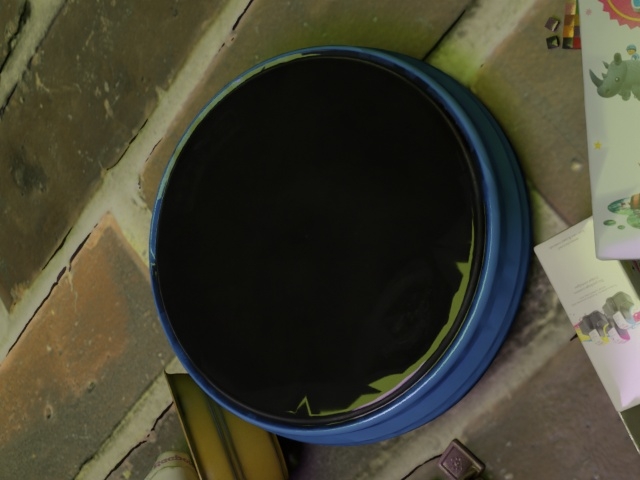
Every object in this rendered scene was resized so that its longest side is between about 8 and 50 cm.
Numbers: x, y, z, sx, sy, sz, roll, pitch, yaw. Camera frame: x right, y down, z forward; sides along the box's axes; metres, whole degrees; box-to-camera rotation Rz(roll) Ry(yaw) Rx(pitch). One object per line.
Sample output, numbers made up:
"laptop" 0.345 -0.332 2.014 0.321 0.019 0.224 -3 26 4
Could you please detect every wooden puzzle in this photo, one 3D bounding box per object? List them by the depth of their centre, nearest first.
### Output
"wooden puzzle" 0.233 -0.189 0.781 0.083 0.006 0.049 8 99 35

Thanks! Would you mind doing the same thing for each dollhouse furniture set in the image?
"dollhouse furniture set" 0.114 0.268 0.864 0.091 0.081 0.114 42 117 26

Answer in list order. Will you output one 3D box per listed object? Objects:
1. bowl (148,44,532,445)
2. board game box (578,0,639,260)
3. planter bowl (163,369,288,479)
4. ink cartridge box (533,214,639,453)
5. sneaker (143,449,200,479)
"bowl" 0.000 0.000 0.870 0.391 0.077 0.391 -4 81 28
"board game box" 0.263 -0.147 0.629 0.097 0.224 0.303 -5 92 37
"planter bowl" -0.092 0.227 0.980 0.217 0.090 0.217 160 90 -78
"ink cartridge box" 0.254 0.068 0.729 0.061 0.104 0.181 -32 76 34
"sneaker" -0.185 0.385 1.095 0.152 0.114 0.305 -107 30 -53
